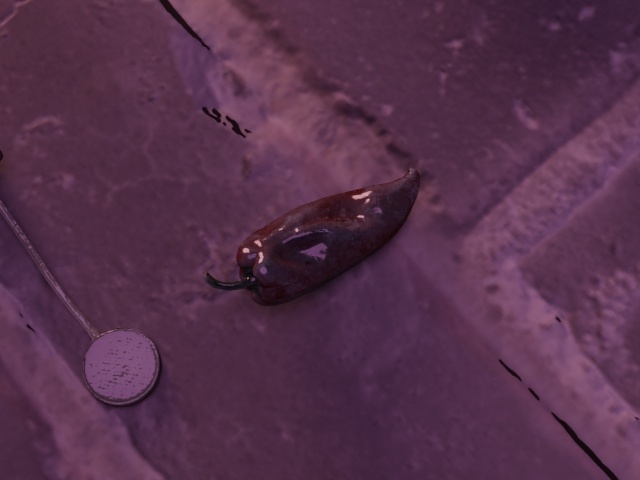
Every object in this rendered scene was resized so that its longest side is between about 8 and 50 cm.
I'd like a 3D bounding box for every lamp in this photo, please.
[{"bbox_3d":[-0.171,0.019,0.913,0.050,0.056,0.198,-38,79,-10],"label":"lamp"}]

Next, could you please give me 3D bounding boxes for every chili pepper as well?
[{"bbox_3d":[0.000,0.000,0.914,0.153,0.041,0.050,-29,95,-21],"label":"chili pepper"}]
